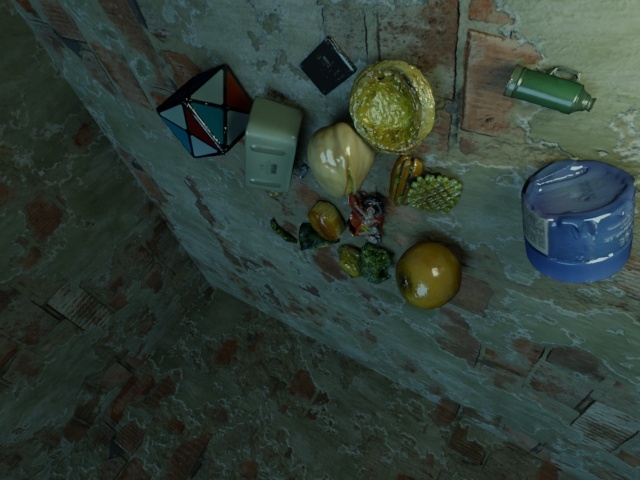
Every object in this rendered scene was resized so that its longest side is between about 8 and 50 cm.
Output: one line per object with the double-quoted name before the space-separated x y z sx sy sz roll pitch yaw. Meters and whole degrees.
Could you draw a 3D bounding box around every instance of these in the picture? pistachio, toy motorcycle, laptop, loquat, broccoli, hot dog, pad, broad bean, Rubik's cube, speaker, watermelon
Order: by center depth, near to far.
"laptop" 0.019 -0.530 1.335 0.129 0.016 0.180 46 153 -17
"pad" 0.366 -0.168 1.458 0.112 0.003 0.157 -10 142 26
"pistachio" 0.070 -0.275 1.463 0.229 0.238 0.321 -8 157 -4
"hot dog" 0.286 -0.200 1.499 0.100 0.068 0.250 27 153 16
"speaker" -0.185 -0.345 1.667 0.184 0.183 0.406 11 154 -5
"Rubik's cube" -0.428 -0.489 1.672 0.248 0.246 0.250 4 140 47
"loquat" 0.415 0.133 1.690 0.263 0.263 0.263 28 153 16
"toy motorcycle" 0.184 -0.085 1.784 0.171 0.089 0.298 26 152 22
"broccoli" 0.246 0.107 1.976 0.195 0.156 0.195 46 -168 -12
"watermelon" -0.002 -0.018 2.172 0.207 0.136 0.202 2 -174 8
"broad bean" -0.212 -0.043 2.375 0.195 0.046 0.061 45 155 -15

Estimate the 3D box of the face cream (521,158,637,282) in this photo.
"face cream" 0.650 -0.053 1.107 0.248 0.249 0.225 11 144 40

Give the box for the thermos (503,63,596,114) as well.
"thermos" 0.526 -0.342 0.990 0.187 0.083 0.073 26 174 17

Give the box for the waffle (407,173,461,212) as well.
"waffle" 0.376 -0.153 1.444 0.169 0.036 0.184 7 146 6

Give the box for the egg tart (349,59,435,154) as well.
"egg tart" 0.214 -0.381 1.244 0.290 0.107 0.291 26 141 23

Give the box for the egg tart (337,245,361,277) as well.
"egg tart" 0.162 0.115 2.142 0.212 0.090 0.213 32 155 17

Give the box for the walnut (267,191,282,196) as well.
"walnut" -0.215 -0.241 2.021 0.096 0.082 0.079 13 118 40

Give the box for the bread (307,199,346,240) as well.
"bread" 0.025 -0.084 1.961 0.132 0.114 0.191 7 137 48

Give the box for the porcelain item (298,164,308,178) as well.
"porcelain item" -0.072 -0.289 1.823 0.036 0.028 0.083 37 153 3
